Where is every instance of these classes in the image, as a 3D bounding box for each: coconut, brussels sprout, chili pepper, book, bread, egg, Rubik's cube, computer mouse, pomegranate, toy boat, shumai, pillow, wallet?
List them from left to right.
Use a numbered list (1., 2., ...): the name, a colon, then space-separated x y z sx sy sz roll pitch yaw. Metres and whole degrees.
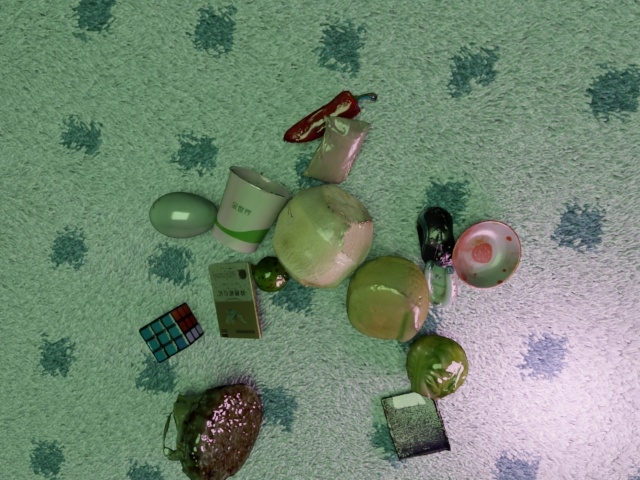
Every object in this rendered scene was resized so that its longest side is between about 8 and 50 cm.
1. Rubik's cube: -0.600 0.371 1.652 0.162 0.163 0.160 -31 92 5
2. egg: -0.530 -0.099 1.582 0.265 0.183 0.182 0 96 2
3. shumai: -0.455 0.724 1.614 0.348 0.395 0.394 3 97 32
4. book: -0.346 0.243 1.640 0.217 0.021 0.310 -6 95 30
5. pomegranate: -0.211 0.132 1.602 0.169 0.122 0.143 13 100 4
6. coconut: 0.000 0.000 1.464 0.346 0.346 0.360 42 119 1
7. chili pepper: 0.033 -0.464 1.522 0.388 0.110 0.110 -30 92 8
8. pillow: 0.056 -0.336 1.511 0.174 0.067 0.270 15 122 -13
9. bread: 0.246 0.211 1.489 0.321 0.237 0.320 6 122 9
10. wallet: 0.383 0.738 1.637 0.221 0.071 0.262 -17 91 13
11. brussels sprout: 0.437 0.477 1.534 0.244 0.244 0.243 1 96 6
12. computer mouse: 0.440 -0.011 1.531 0.138 0.096 0.233 -8 94 7
13. toy boat: 0.441 0.171 1.517 0.134 0.079 0.207 15 132 34

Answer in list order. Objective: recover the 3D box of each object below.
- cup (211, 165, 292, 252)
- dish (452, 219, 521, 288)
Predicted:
1. cup: -0.272 -0.111 1.533 0.253 0.253 0.273 28 104 3
2. dish: 0.602 0.045 1.512 0.261 0.085 0.260 -1 103 -5
